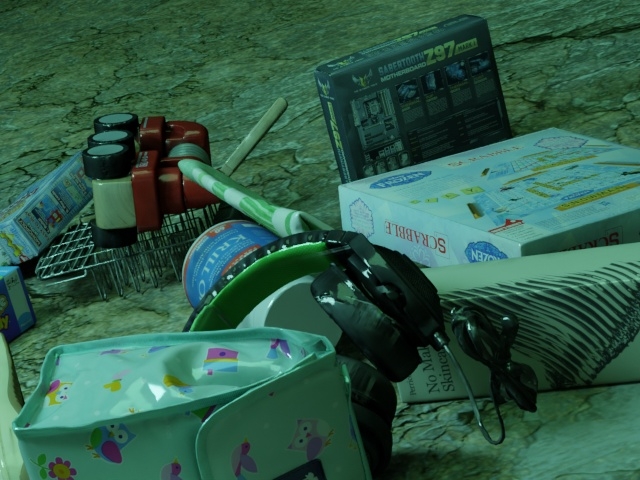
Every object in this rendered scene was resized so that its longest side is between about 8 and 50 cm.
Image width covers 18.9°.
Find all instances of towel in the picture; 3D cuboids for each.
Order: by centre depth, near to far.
[{"bbox_3d":[0.000,0.000,2.065,0.038,0.248,0.325,-59,26,0],"label":"towel"}]

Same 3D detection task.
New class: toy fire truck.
[{"bbox_3d":[-0.157,-0.102,2.338,0.246,0.158,0.217,-4,18,1],"label":"toy fire truck"}]

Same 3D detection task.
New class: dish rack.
[{"bbox_3d":[-0.214,0.008,2.387,0.271,0.074,0.208,-13,18,10],"label":"dish rack"}]

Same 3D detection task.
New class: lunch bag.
[{"bbox_3d":[-0.087,0.191,1.561,0.262,0.223,0.160,-8,26,13],"label":"lunch bag"}]

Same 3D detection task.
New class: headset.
[{"bbox_3d":[0.019,0.095,1.703,0.394,0.185,0.243,9,61,39],"label":"headset"}]

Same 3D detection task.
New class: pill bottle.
[{"bbox_3d":[-0.058,0.059,2.048,0.124,0.124,0.221,-21,20,-18],"label":"pill bottle"}]

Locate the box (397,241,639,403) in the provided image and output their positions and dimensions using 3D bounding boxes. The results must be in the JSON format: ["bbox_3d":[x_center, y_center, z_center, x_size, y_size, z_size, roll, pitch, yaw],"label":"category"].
[{"bbox_3d":[0.204,0.078,1.835,0.275,0.113,0.094,-9,21,20],"label":"box"}]

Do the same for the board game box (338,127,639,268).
[{"bbox_3d":[0.239,-0.037,2.087,0.318,0.066,0.318,-15,20,-31],"label":"board game box"}]

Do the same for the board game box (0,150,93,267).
[{"bbox_3d":[-0.392,-0.015,2.491,0.194,0.060,0.194,-32,13,19],"label":"board game box"}]

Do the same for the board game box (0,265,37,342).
[{"bbox_3d":[-0.552,0.114,2.318,0.347,0.078,0.233,-1,24,33],"label":"board game box"}]

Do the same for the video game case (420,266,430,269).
[{"bbox_3d":[0.229,0.033,2.068,0.212,0.023,0.193,-19,20,-13],"label":"video game case"}]

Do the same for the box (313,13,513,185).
[{"bbox_3d":[0.122,-0.168,2.458,0.232,0.183,0.059,-22,21,-19],"label":"box"}]

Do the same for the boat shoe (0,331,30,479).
[{"bbox_3d":[-0.343,0.187,1.906,0.110,0.122,0.341,-17,21,-8],"label":"boat shoe"}]
